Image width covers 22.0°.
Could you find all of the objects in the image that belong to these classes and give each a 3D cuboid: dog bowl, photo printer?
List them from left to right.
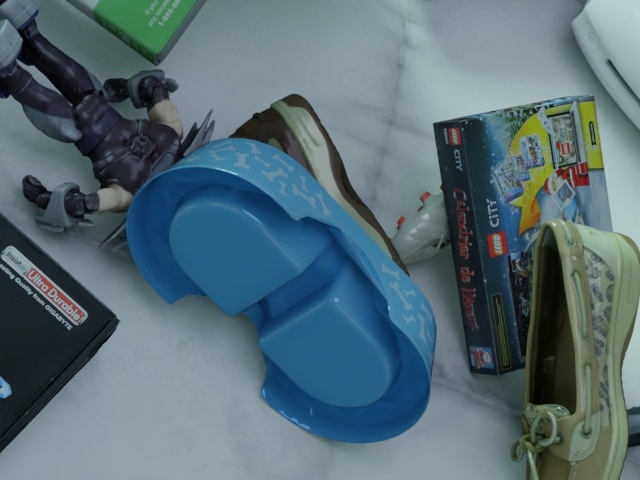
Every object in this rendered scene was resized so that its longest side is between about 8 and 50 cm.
[{"bbox_3d":[-0.023,0.038,1.354,0.297,0.166,0.074,46,41,-13],"label":"dog bowl"},{"bbox_3d":[0.423,-0.209,1.749,0.256,0.107,0.307,49,55,4],"label":"photo printer"}]

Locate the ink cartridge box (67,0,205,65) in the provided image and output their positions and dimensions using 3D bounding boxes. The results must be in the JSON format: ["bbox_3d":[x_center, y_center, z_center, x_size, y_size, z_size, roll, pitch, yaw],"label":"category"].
[{"bbox_3d":[-0.199,-0.322,1.432,0.289,0.121,0.211,35,90,-4],"label":"ink cartridge box"}]

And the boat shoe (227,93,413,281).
[{"bbox_3d":[-0.001,0.002,1.450,0.095,0.095,0.257,-28,78,-12],"label":"boat shoe"}]

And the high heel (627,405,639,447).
[{"bbox_3d":[0.368,0.253,1.485,0.186,0.093,0.261,-7,61,-25],"label":"high heel"}]

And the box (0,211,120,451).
[{"bbox_3d":[-0.353,0.067,1.240,0.295,0.073,0.293,43,55,-1],"label":"box"}]

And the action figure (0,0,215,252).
[{"bbox_3d":[-0.205,-0.108,1.391,0.285,0.099,0.185,45,46,-17],"label":"action figure"}]

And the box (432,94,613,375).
[{"bbox_3d":[0.194,-0.007,1.508,0.159,0.044,0.233,-13,97,-31],"label":"box"}]

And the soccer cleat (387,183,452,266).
[{"bbox_3d":[0.136,-0.019,1.530,0.196,0.068,0.076,-33,76,-38],"label":"soccer cleat"}]

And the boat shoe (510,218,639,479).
[{"bbox_3d":[0.210,0.125,1.442,0.089,0.104,0.285,15,75,-28],"label":"boat shoe"}]
